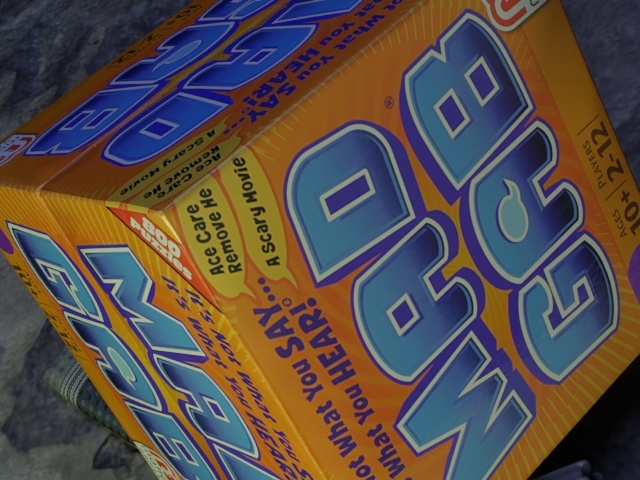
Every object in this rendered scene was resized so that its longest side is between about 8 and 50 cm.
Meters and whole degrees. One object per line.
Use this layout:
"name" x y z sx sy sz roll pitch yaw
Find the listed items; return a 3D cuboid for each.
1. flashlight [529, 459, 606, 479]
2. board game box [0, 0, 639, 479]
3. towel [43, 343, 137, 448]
"flashlight" 0.082 0.259 0.990 0.304 0.103 0.103 -27 5 17
"board game box" 0.000 0.000 1.032 0.356 0.356 0.356 -42 28 -25
"towel" -0.116 0.082 1.373 0.312 0.056 0.324 19 65 48
